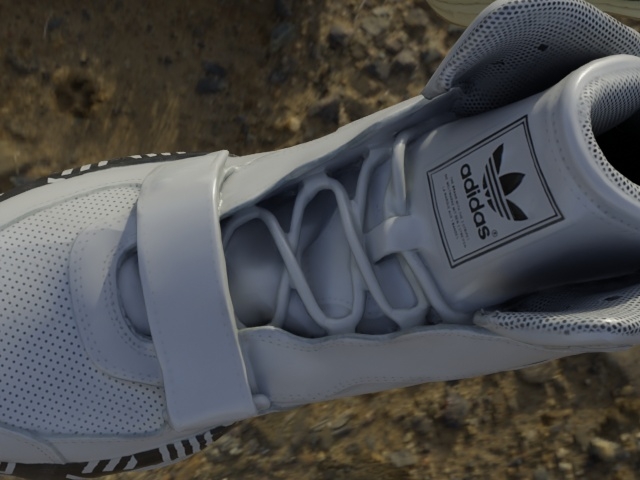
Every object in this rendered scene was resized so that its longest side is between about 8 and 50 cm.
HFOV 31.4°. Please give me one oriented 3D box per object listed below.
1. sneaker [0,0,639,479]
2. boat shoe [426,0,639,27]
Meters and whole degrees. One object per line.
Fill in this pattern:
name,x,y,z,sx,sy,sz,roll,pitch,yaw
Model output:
sneaker,0.000,0.000,0.435,0.366,0.210,0.137,-9,78,-19
boat shoe,0.140,-0.161,0.525,0.092,0.285,0.102,23,77,-42
